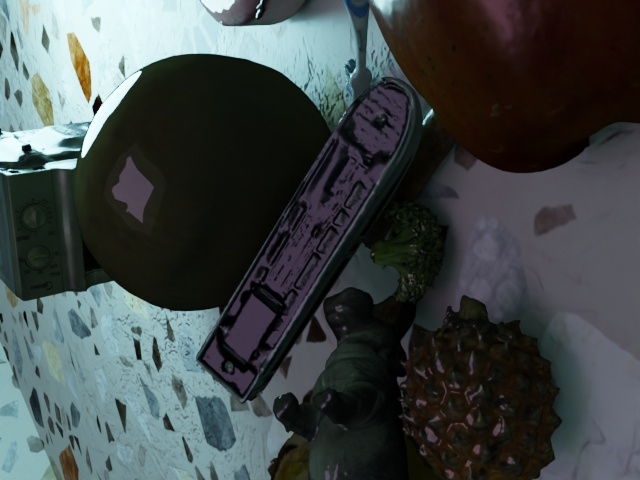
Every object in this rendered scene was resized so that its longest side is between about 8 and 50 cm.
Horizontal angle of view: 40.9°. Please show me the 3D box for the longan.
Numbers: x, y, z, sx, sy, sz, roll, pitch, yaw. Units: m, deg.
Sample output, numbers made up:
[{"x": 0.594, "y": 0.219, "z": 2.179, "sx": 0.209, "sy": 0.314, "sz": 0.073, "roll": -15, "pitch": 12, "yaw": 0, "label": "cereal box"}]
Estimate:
[{"x": -0.150, "y": -0.074, "z": 1.117, "sx": 0.361, "sy": 0.361, "sz": 0.361, "roll": 25, "pitch": 121, "yaw": 50, "label": "longan"}]

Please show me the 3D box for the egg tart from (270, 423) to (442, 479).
[{"x": 0.051, "y": 0.374, "z": 1.041, "sx": 0.345, "sy": 0.132, "sz": 0.345, "roll": 7, "pitch": 102, "yaw": 34, "label": "egg tart"}]

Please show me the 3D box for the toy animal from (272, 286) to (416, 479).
[{"x": 0.038, "y": 0.180, "z": 0.928, "sx": 0.106, "sy": 0.168, "sz": 0.343, "roll": -20, "pitch": 48, "yaw": 37, "label": "toy animal"}]

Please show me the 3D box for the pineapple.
[{"x": 0.158, "y": 0.149, "z": 0.870, "sx": 0.166, "sy": 0.166, "sz": 0.193, "roll": 4, "pitch": 102, "yaw": 56, "label": "pineapple"}]

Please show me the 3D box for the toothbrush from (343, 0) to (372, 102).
[{"x": 0.037, "y": -0.276, "z": 0.889, "sx": 0.040, "sy": 0.040, "sz": 0.386, "roll": 56, "pitch": 165, "yaw": 29, "label": "toothbrush"}]

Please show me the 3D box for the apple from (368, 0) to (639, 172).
[{"x": 0.183, "y": -0.250, "z": 0.727, "sx": 0.329, "sy": 0.295, "sz": 0.365, "roll": 41, "pitch": -148, "yaw": -82, "label": "apple"}]

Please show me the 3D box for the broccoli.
[{"x": 0.097, "y": 0.014, "z": 0.969, "sx": 0.097, "sy": 0.092, "sz": 0.095, "roll": 100, "pitch": 163, "yaw": -50, "label": "broccoli"}]

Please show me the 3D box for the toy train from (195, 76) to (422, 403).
[{"x": 0.000, "y": 0.000, "z": 0.972, "sx": 0.086, "sy": 0.088, "sz": 0.407, "roll": 39, "pitch": 110, "yaw": 19, "label": "toy train"}]

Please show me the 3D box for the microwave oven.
[{"x": -0.354, "y": -0.077, "z": 1.372, "sx": 0.286, "sy": 0.355, "sz": 0.219, "roll": 27, "pitch": 123, "yaw": 50, "label": "microwave oven"}]

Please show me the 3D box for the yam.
[{"x": 0.103, "y": -0.078, "z": 0.971, "sx": 0.046, "sy": 0.046, "sz": 0.264, "roll": 60, "pitch": 142, "yaw": 24, "label": "yam"}]

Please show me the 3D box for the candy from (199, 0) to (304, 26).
[{"x": -0.092, "y": -0.393, "z": 1.105, "sx": 0.255, "sy": 0.094, "sz": 0.255, "roll": 25, "pitch": 122, "yaw": 50, "label": "candy"}]
